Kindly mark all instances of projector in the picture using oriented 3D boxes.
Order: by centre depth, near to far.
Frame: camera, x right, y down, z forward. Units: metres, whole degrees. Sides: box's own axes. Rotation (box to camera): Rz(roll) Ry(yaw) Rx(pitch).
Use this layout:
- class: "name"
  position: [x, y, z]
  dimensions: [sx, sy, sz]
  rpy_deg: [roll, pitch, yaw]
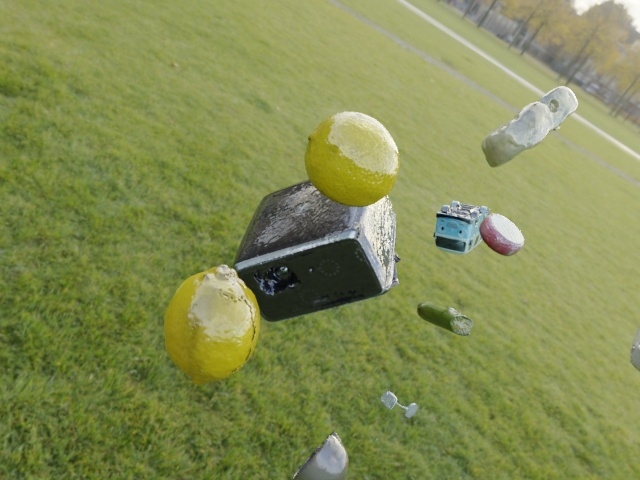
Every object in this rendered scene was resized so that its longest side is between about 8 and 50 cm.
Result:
- class: "projector"
  position: [0.000, 0.000, 1.655]
  dimensions: [0.242, 0.395, 0.405]
  rpy_deg: [60, 24, -28]

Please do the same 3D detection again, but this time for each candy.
- class: "candy"
  position: [0.395, -0.012, 1.267]
  dimensions: [0.103, 0.043, 0.103]
  rpy_deg: [20, 39, -18]

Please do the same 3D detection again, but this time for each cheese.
- class: "cheese"
  position: [0.502, -0.272, 1.408]
  dimensions: [0.263, 0.159, 0.093]
  rpy_deg: [-35, 88, -23]

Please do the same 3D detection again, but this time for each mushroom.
- class: "mushroom"
  position: [0.008, 0.588, 1.496]
  dimensions: [0.141, 0.188, 0.117]
  rpy_deg: [-25, 70, -41]

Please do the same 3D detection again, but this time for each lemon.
- class: "lemon"
  position: [0.065, -0.154, 1.121]
  dimensions: [0.203, 0.178, 0.178]
  rpy_deg: [28, 25, -24]
- class: "lemon"
  position: [-0.230, 0.178, 1.232]
  dimensions: [0.204, 0.260, 0.204]
  rpy_deg: [12, 4, -1]

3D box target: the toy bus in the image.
- class: "toy bus"
  position: [0.487, -0.039, 2.012]
  dimensions: [0.133, 0.164, 0.271]
  rpy_deg: [14, 16, 26]

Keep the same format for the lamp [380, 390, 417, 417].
- class: "lamp"
  position: [0.253, 0.514, 1.785]
  dimensions: [0.198, 0.050, 0.056]
  rpy_deg: [36, -2, -44]

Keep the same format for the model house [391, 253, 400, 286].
- class: "model house"
  position: [0.189, 0.101, 2.025]
  dimensions: [0.203, 0.141, 0.164]
  rpy_deg: [-20, 99, -50]

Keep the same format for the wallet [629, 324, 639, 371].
- class: "wallet"
  position: [0.756, 0.173, 1.113]
  dimensions: [0.068, 0.274, 0.335]
  rpy_deg: [43, -12, -24]

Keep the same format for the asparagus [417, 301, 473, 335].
- class: "asparagus"
  position: [0.344, 0.217, 1.636]
  dimensions: [0.278, 0.060, 0.067]
  rpy_deg: [180, -112, -80]
